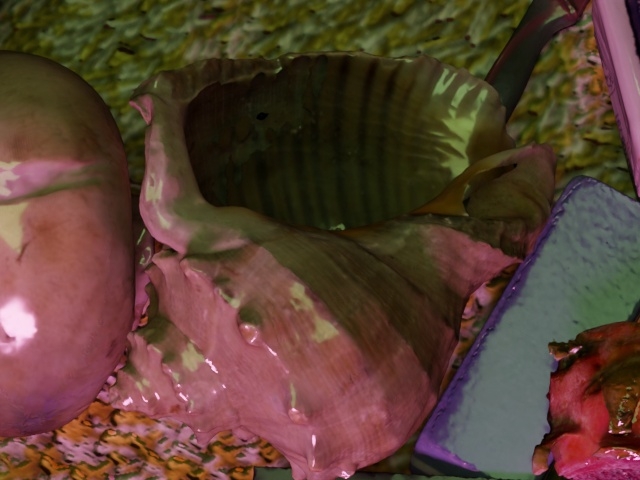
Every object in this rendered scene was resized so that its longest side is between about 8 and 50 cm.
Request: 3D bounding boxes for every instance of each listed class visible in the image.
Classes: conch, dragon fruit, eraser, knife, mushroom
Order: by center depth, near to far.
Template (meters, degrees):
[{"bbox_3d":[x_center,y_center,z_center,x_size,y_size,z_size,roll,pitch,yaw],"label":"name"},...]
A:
[{"bbox_3d":[0.209,0.104,0.880,0.147,0.096,0.102,21,64,-11],"label":"dragon fruit"},{"bbox_3d":[-0.007,0.005,0.925,0.324,0.186,0.263,-27,84,-42],"label":"conch"},{"bbox_3d":[-0.200,-0.004,0.957,0.184,0.255,0.255,5,73,-27],"label":"mushroom"},{"bbox_3d":[0.143,0.071,0.960,0.082,0.036,0.225,29,82,16],"label":"eraser"},{"bbox_3d":[0.158,-0.155,1.028,0.035,0.018,0.247,28,81,17],"label":"knife"}]

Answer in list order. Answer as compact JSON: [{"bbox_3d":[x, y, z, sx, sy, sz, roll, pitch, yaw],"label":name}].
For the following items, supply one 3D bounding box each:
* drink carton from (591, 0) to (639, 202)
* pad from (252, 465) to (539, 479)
[{"bbox_3d":[0.296,-0.115,0.951,0.222,0.102,0.134,-13,71,6],"label":"drink carton"},{"bbox_3d":[0.067,0.326,0.904,0.247,0.007,0.368,1,81,10],"label":"pad"}]
